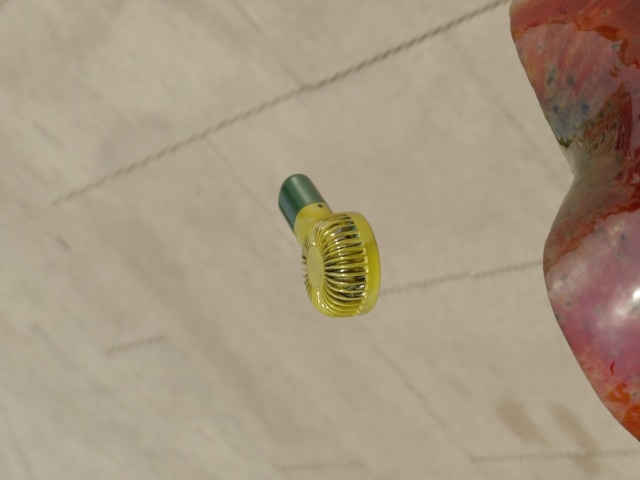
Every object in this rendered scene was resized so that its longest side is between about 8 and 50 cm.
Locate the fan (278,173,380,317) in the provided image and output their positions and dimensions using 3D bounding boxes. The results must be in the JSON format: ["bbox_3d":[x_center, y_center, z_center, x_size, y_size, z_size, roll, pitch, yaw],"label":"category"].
[{"bbox_3d":[0.000,0.000,1.358,0.155,0.039,0.082,-123,34,-50],"label":"fan"}]

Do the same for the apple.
[{"bbox_3d":[0.250,0.004,1.135,0.295,0.329,0.365,18,157,45],"label":"apple"}]
